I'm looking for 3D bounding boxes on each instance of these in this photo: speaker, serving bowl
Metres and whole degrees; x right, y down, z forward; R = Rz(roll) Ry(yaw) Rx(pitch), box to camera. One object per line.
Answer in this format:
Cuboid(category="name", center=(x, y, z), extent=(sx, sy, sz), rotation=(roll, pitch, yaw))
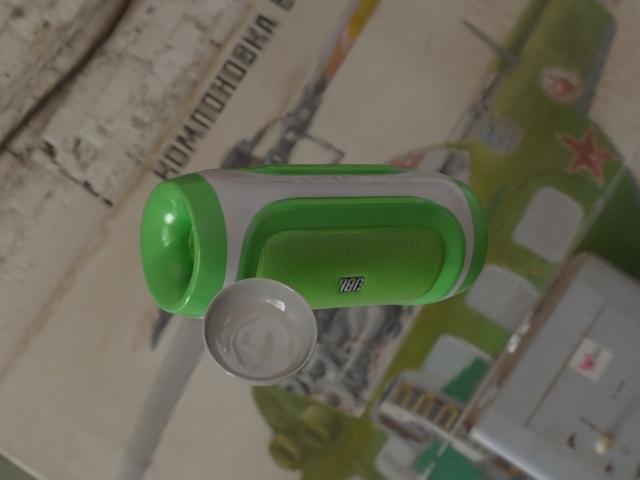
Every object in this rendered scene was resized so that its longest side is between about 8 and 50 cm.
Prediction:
Cuboid(category="speaker", center=(0.000, 0.000, 1.119), extent=(0.296, 0.131, 0.131), rotation=(-2, -41, -33))
Cuboid(category="serving bowl", center=(-0.045, 0.070, 0.933), extent=(0.083, 0.083, 0.027), rotation=(-55, -10, -28))
